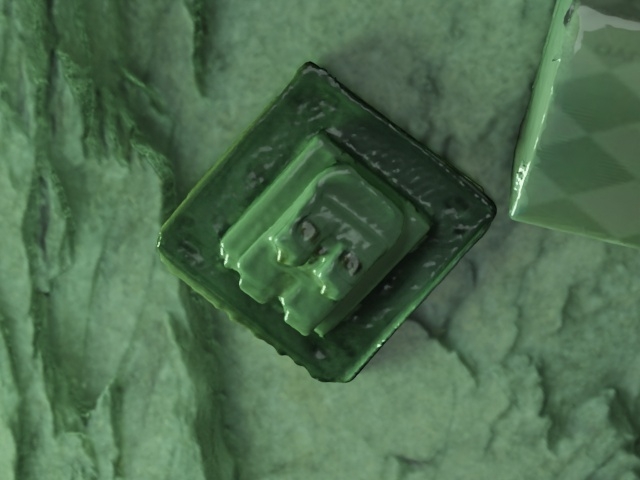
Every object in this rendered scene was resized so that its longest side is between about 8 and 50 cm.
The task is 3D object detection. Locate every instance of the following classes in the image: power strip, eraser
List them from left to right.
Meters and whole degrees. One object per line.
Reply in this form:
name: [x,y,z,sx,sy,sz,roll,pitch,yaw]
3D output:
power strip: [0.000,0.000,1.245,0.198,0.064,0.213,35,110,-13]
eraser: [0.350,-0.078,1.174,0.397,0.082,0.213,12,119,-1]
